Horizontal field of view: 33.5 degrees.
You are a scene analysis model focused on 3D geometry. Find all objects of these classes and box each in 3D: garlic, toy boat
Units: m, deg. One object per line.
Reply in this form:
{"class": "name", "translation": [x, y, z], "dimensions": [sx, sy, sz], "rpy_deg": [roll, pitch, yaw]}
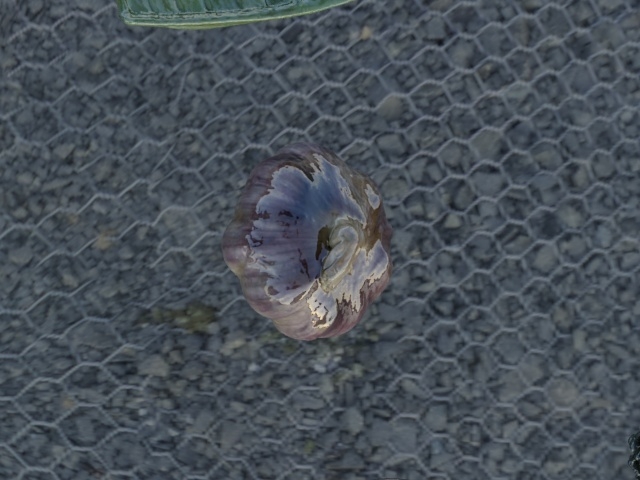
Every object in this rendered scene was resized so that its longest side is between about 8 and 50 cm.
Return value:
{"class": "garlic", "translation": [0.000, 0.000, 1.288], "dimensions": [0.245, 0.161, 0.244], "rpy_deg": [8, 78, -41]}
{"class": "toy boat", "translation": [-0.016, -0.208, 0.768], "dimensions": [0.293, 0.055, 0.093], "rpy_deg": [-20, 89, -20]}

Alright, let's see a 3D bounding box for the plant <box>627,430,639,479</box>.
{"class": "plant", "translation": [0.296, 0.164, 0.823], "dimensions": [0.143, 0.092, 0.094], "rpy_deg": [11, 75, -51]}

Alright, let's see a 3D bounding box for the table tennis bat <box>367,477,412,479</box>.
{"class": "table tennis bat", "translation": [0.095, 0.304, 1.155], "dimensions": [0.221, 0.019, 0.130], "rpy_deg": [-4, 125, -4]}
